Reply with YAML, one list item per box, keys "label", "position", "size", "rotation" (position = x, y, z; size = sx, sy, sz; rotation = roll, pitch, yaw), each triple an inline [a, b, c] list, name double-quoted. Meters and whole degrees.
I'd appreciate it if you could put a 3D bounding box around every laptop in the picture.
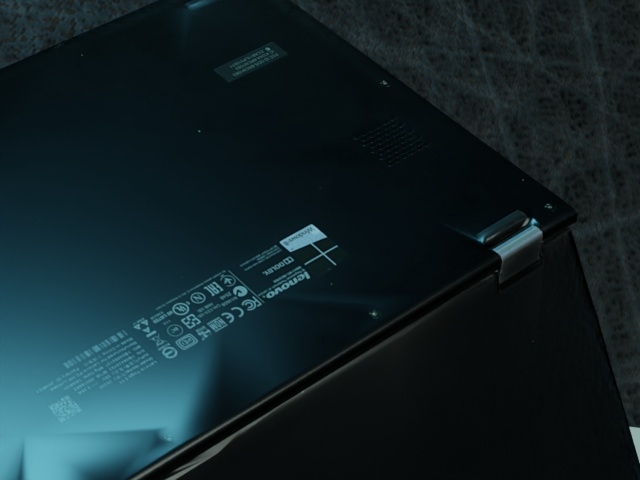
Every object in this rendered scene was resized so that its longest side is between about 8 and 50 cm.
- label: "laptop"
  position: [-0.060, 0.114, 0.846]
  size: [0.382, 0.236, 0.408]
  rotation: [-29, 55, -32]

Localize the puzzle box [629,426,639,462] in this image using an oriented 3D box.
- label: "puzzle box"
  position: [0.313, 0.279, 1.221]
  size: [0.409, 0.052, 0.272]
  rotation: [11, 69, -34]
